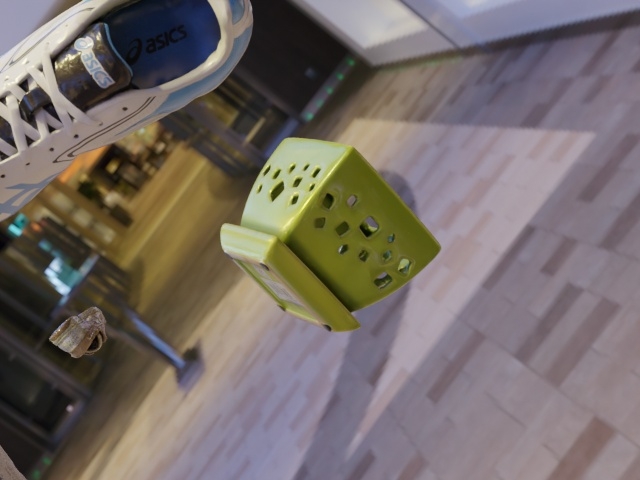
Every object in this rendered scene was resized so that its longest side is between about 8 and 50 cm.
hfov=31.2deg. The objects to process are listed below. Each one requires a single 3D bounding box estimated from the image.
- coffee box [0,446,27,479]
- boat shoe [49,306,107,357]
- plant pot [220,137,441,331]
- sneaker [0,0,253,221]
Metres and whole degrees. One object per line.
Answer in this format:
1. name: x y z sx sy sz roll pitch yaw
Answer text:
1. coffee box: -0.556 0.434 1.394 0.337 0.334 0.338 78 -170 -51
2. boat shoe: -0.274 0.111 1.331 0.050 0.045 0.135 -44 -1 8
3. plant pot: 0.000 0.000 1.692 0.207 0.227 0.228 -49 25 -14
4. sneaker: -0.145 -0.080 0.630 0.237 0.085 0.086 -33 -2 -2
